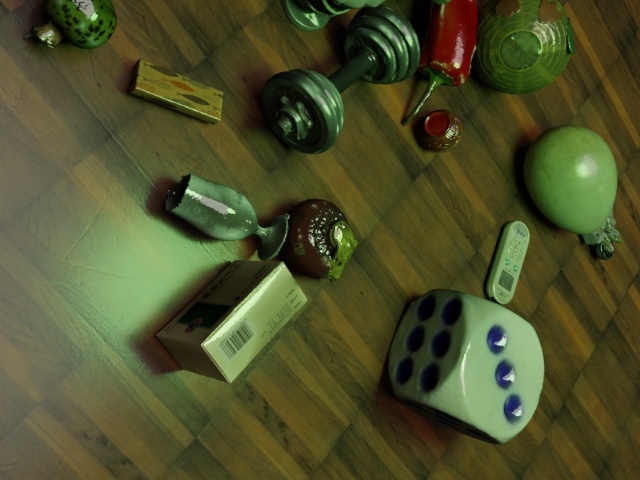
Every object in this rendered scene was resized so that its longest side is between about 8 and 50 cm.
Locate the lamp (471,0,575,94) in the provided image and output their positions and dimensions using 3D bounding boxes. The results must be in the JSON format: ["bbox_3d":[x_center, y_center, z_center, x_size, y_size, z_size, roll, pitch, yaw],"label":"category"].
[{"bbox_3d":[0.483,-0.480,1.790,0.250,0.250,0.284,64,22,-13],"label":"lamp"}]

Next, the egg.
[{"bbox_3d":[0.631,-0.147,1.865,0.218,0.218,0.295,-36,114,-32],"label":"egg"}]

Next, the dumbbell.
[{"bbox_3d":[0.047,-0.326,1.488,0.406,0.179,0.179,-43,110,-30],"label":"dumbbell"}]

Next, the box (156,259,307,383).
[{"bbox_3d":[-0.156,0.135,1.308,0.212,0.168,0.095,-46,115,-29],"label":"box"}]

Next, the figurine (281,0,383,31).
[{"bbox_3d":[0.045,-0.505,1.467,0.176,0.236,0.133,-17,95,-34],"label":"figurine"}]

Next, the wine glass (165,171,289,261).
[{"bbox_3d":[-0.167,-0.047,1.357,0.222,0.103,0.103,27,71,-32],"label":"wine glass"}]

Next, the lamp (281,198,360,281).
[{"bbox_3d":[0.001,-0.005,1.452,0.157,0.135,0.156,14,77,-32],"label":"lamp"}]

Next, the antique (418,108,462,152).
[{"bbox_3d":[0.275,-0.249,1.693,0.104,0.104,0.104,4,84,-35],"label":"antique"}]

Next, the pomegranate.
[{"bbox_3d":[-0.409,-0.363,1.216,0.161,0.122,0.122,-35,108,-4],"label":"pomegranate"}]

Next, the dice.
[{"bbox_3d":[0.309,0.267,1.587,0.251,0.243,0.259,33,71,-29],"label":"dice"}]

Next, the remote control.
[{"bbox_3d":[0.460,0.053,1.832,0.078,0.042,0.221,33,69,-30],"label":"remote control"}]

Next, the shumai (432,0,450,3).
[{"bbox_3d":[0.166,-0.697,1.527,0.397,0.323,0.324,76,33,-47],"label":"shumai"}]

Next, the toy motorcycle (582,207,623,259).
[{"bbox_3d":[0.760,-0.065,2.037,0.152,0.073,0.225,-47,111,-30],"label":"toy motorcycle"}]

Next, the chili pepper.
[{"bbox_3d":[0.287,-0.420,1.685,0.131,0.134,0.338,13,76,-15],"label":"chili pepper"}]

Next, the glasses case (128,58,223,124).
[{"bbox_3d":[-0.261,-0.266,1.349,0.170,0.041,0.065,17,65,-33],"label":"glasses case"}]
